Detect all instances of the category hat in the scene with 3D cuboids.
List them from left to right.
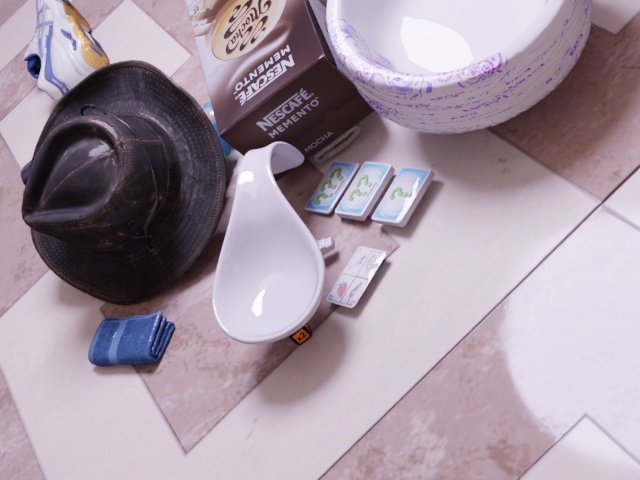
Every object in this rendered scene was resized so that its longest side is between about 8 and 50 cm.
[{"bbox_3d":[-0.286,-0.065,1.431,0.331,0.134,0.332,3,97,29],"label":"hat"}]

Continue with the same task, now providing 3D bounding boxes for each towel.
[{"bbox_3d":[-0.240,0.124,1.422,0.119,0.029,0.067,-6,53,37],"label":"towel"}]

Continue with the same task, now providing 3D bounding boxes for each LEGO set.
[{"bbox_3d":[0.000,0.000,1.305,0.182,0.060,0.244,12,65,51],"label":"LEGO set"}]

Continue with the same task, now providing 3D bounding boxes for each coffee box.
[{"bbox_3d":[-0.057,-0.244,1.459,0.168,0.119,0.297,-35,45,17],"label":"coffee box"}]

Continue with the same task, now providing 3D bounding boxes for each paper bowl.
[{"bbox_3d":[0.161,-0.247,1.281,0.284,0.148,0.284,-11,59,20],"label":"paper bowl"}]

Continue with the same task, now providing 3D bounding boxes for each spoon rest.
[{"bbox_3d":[-0.059,-0.006,1.272,0.137,0.084,0.276,-18,49,19],"label":"spoon rest"}]

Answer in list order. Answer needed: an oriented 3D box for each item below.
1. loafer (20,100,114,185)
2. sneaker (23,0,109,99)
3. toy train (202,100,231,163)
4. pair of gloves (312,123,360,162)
[{"bbox_3d":[-0.325,-0.109,1.618,0.302,0.109,0.095,-27,80,47],"label":"loafer"},{"bbox_3d":[-0.472,-0.353,1.993,0.131,0.112,0.296,-40,38,6],"label":"sneaker"},{"bbox_3d":[-0.228,-0.108,1.573,0.248,0.105,0.143,-13,37,33],"label":"toy train"},{"bbox_3d":[0.057,-0.225,1.468,0.240,0.042,0.204,-42,43,12],"label":"pair of gloves"}]
